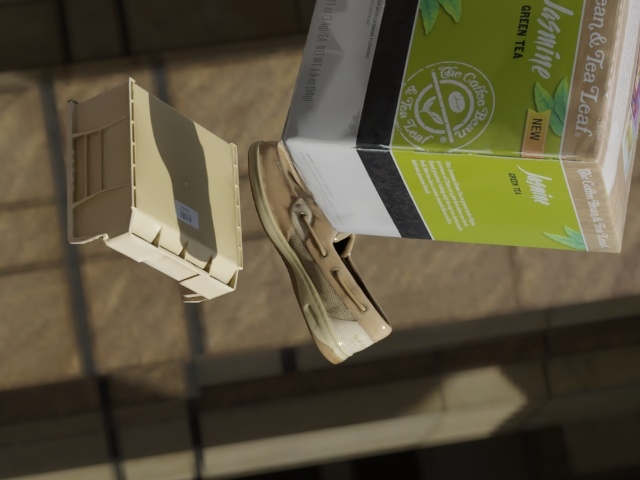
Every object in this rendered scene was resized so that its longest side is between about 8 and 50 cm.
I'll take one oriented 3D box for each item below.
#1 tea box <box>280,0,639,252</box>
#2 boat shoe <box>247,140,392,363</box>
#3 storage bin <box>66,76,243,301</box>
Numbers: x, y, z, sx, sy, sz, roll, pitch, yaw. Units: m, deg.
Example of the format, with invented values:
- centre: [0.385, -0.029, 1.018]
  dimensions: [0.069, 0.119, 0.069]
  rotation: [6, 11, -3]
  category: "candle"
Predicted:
- centre: [0.167, -0.185, 1.764]
  dimensions: [0.220, 0.324, 0.329]
  rotation: [59, 38, -61]
  category: "tea box"
- centre: [0.000, 0.000, 2.365]
  dimensions: [0.341, 0.110, 0.122]
  rotation: [67, 14, 17]
  category: "boat shoe"
- centre: [-0.243, -0.066, 2.515]
  dimensions: [0.262, 0.123, 0.260]
  rotation: [32, 45, -49]
  category: "storage bin"
